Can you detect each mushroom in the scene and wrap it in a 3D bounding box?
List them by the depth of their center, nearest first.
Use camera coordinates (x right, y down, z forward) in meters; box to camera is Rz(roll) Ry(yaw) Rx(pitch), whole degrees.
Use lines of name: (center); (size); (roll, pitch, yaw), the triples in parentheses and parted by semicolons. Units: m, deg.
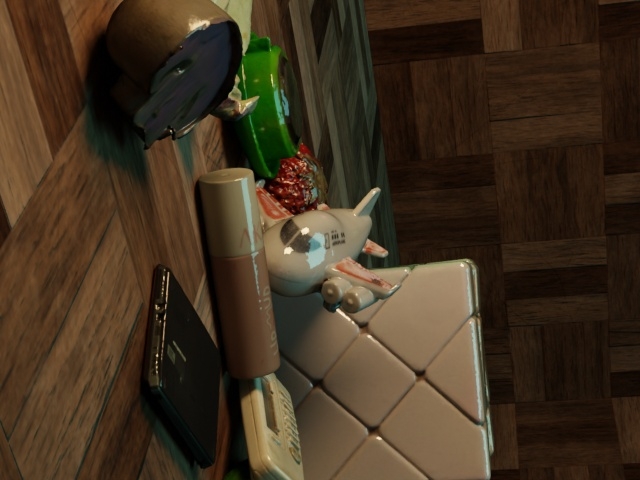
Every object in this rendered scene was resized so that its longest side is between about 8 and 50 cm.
mushroom: (-0.150, -0.180, 1.152); (0.117, 0.141, 0.188); (53, -6, 17)

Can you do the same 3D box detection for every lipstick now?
lipstick: (-0.099, 0.041, 1.473); (0.070, 0.070, 0.255); (-67, 151, -71)

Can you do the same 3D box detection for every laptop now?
laptop: (-0.145, 0.137, 1.284); (0.207, 0.026, 0.154); (72, 17, -55)

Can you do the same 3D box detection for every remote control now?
remote control: (-0.066, 0.238, 1.488); (0.090, 0.049, 0.230); (47, 13, -24)

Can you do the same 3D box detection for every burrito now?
burrito: (-0.130, -0.253, 1.397); (0.144, 0.089, 0.229); (49, 34, -51)

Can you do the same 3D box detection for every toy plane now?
toy plane: (-0.002, 0.003, 1.597); (0.252, 0.252, 0.118); (-79, -167, -58)

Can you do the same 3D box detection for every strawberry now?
strawberry: (-0.039, -0.079, 1.788); (0.145, 0.086, 0.145); (-7, 90, -71)

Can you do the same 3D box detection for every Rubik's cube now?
Rubik's cube: (0.092, 0.197, 1.803); (0.316, 0.321, 0.319); (7, 78, -82)

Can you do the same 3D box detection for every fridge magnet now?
fridge magnet: (-0.079, -0.189, 1.656); (0.208, 0.088, 0.208); (-7, 90, -80)

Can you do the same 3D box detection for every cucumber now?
cucumber: (-0.088, 0.302, 1.480); (0.250, 0.056, 0.056); (5, 81, -80)
